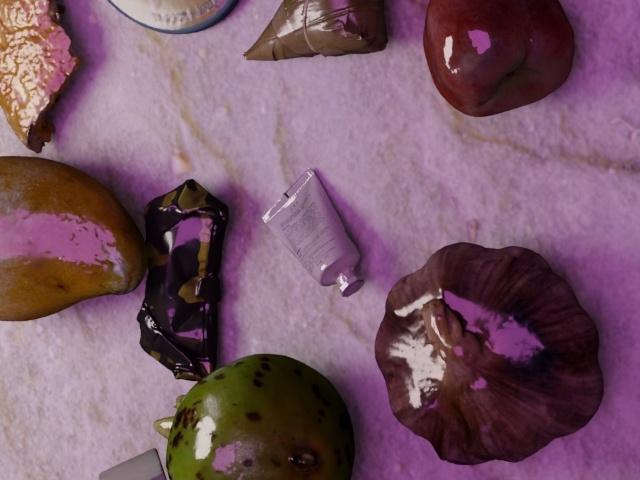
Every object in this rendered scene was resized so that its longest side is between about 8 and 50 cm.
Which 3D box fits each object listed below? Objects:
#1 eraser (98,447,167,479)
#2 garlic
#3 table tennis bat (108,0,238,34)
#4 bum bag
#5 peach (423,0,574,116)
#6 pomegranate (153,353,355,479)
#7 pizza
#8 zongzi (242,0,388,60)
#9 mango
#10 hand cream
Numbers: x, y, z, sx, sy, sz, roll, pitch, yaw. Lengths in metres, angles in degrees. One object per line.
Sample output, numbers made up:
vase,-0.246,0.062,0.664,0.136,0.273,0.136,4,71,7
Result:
eraser,-0.145,0.438,1.670,0.082,0.213,0.397,-19,94,-7
garlic,0.163,0.119,1.547,0.244,0.160,0.245,3,98,23
table tennis bat,-0.195,-0.385,1.717,0.215,0.044,0.329,-32,84,25
bum bag,-0.158,0.044,1.736,0.106,0.060,0.233,9,100,23
peach,0.169,-0.207,1.524,0.152,0.152,0.152,3,97,24
pomegranate,-0.078,0.223,1.661,0.263,0.211,0.211,9,102,57
pizza,-0.347,-0.242,1.791,0.134,0.056,0.271,-21,86,27
zongzi,-0.013,-0.287,1.632,0.178,0.081,0.189,-1,90,34
mango,-0.338,0.000,1.760,0.316,0.146,0.193,4,97,28
hand cream,0.000,0.000,1.674,0.084,0.053,0.142,-45,62,21
